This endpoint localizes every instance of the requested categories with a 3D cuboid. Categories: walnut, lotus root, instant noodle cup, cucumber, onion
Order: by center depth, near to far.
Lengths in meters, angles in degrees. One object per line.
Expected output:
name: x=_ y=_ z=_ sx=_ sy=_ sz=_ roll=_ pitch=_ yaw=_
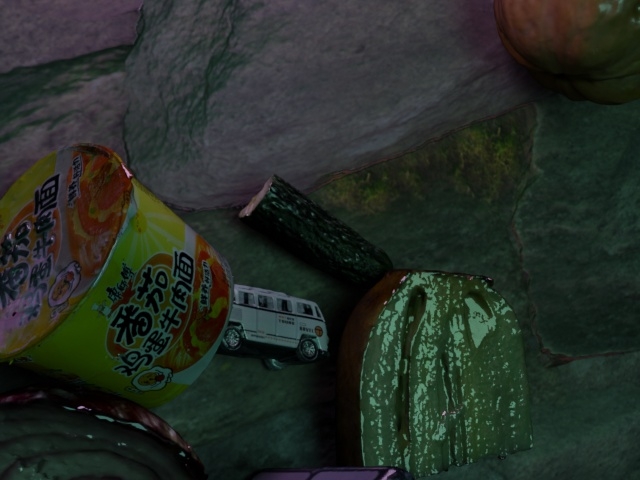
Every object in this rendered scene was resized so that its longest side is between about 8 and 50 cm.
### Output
onion: x=-0.284 y=0.229 z=1.582 sx=0.280 sy=0.314 sz=0.146 roll=47 pitch=26 yaw=-29
instant noodle cup: x=-0.233 y=0.053 z=1.624 sx=0.200 sy=0.264 sz=0.264 roll=37 pitch=66 yaw=-39
cucumber: x=0.001 y=-0.001 z=1.898 sx=0.241 sy=0.074 sz=0.074 roll=34 pitch=67 yaw=-32
lotus root: x=0.117 y=0.160 z=1.925 sx=0.267 sy=0.149 sz=0.260 roll=-10 pitch=96 yaw=-31
walnut: x=0.396 y=-0.368 z=2.086 sx=0.306 sy=0.306 sz=0.344 roll=27 pitch=73 yaw=-32

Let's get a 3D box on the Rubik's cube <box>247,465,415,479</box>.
Rubik's cube: x=-0.004 y=0.465 z=1.696 sx=0.318 sy=0.316 sz=0.313 roll=-42 pitch=106 yaw=-29

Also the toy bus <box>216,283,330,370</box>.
toy bus: x=-0.078 y=0.103 z=1.824 sx=0.194 sy=0.087 sz=0.089 roll=12 pitch=70 yaw=-34
